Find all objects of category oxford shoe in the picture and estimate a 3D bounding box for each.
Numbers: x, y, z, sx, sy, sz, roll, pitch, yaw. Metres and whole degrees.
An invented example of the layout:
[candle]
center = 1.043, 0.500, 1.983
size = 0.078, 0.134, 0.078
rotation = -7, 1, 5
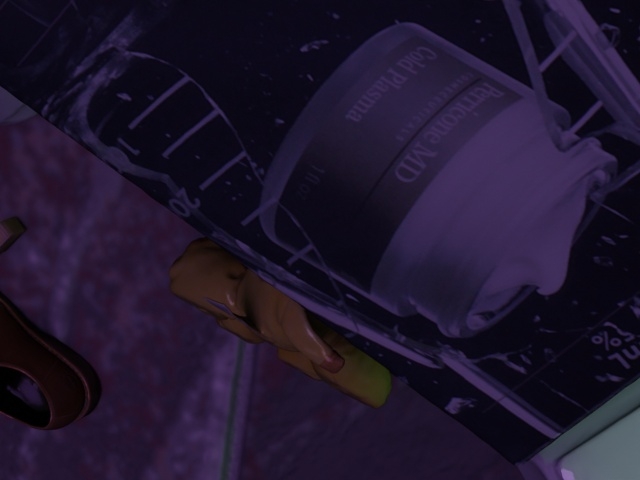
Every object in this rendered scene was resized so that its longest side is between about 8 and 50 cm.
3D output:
[oxford shoe]
center = -0.282, 0.084, 1.557
size = 0.212, 0.076, 0.076
rotation = 29, 113, 13

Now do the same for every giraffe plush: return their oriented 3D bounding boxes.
[giraffe plush]
center = 0.000, 0.000, 1.395
size = 0.181, 0.210, 0.170
rotation = 28, 83, 15

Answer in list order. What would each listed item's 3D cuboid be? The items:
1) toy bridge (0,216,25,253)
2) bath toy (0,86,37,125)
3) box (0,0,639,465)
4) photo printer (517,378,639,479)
[toy bridge]
center = -0.323, -0.057, 1.561
size = 0.188, 0.026, 0.063
rotation = 48, 115, 4
[bath toy]
center = -0.296, -0.249, 1.447
size = 0.151, 0.129, 0.348
rotation = -11, 100, 22
[box]
center = 0.107, -0.203, 1.104
size = 0.471, 0.297, 0.480
rotation = 36, 127, -14
[photo printer]
center = 0.314, 0.159, 1.271
size = 0.307, 0.107, 0.256
rotation = -31, 99, -11
